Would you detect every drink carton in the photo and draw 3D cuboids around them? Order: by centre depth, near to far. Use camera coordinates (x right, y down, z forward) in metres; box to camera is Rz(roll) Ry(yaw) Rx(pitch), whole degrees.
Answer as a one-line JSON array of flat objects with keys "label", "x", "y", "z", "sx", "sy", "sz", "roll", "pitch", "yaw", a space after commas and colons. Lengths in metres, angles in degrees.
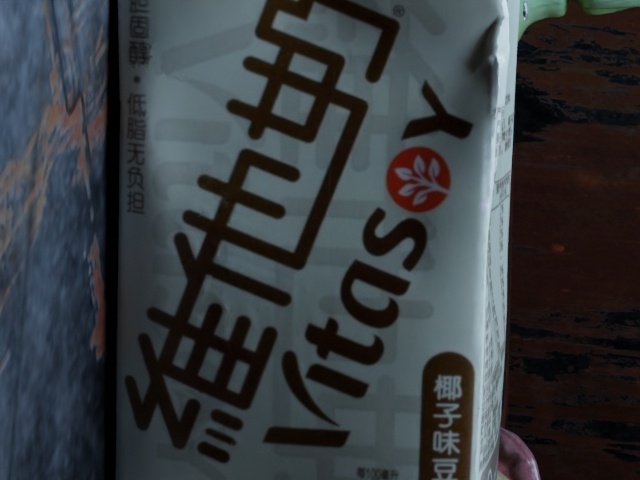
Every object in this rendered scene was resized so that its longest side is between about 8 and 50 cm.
[{"label": "drink carton", "x": 0.000, "y": 0.001, "z": 0.929, "sx": 0.132, "sy": 0.194, "sz": 0.324, "roll": -53, "pitch": 146, "yaw": -74}]

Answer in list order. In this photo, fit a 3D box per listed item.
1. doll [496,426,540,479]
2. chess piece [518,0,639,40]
[{"label": "doll", "x": 0.086, "y": 0.226, "z": 1.361, "sx": 0.256, "sy": 0.152, "sz": 0.196, "roll": 21, "pitch": 78, "yaw": -42}, {"label": "chess piece", "x": 0.234, "y": -0.208, "z": 1.245, "sx": 0.176, "sy": 0.298, "sz": 0.176, "roll": 4, "pitch": 90, "yaw": -82}]
